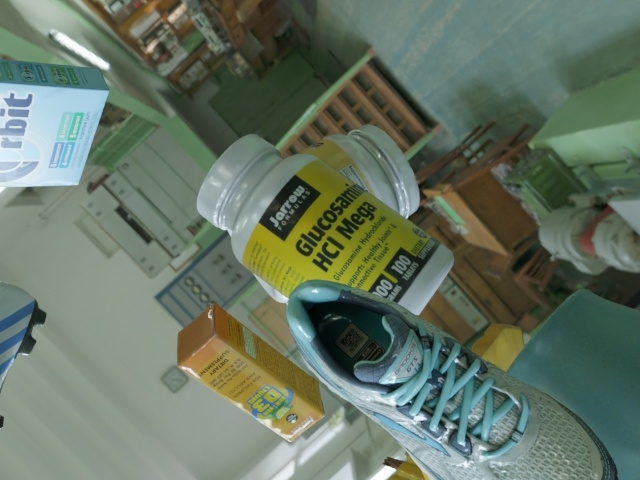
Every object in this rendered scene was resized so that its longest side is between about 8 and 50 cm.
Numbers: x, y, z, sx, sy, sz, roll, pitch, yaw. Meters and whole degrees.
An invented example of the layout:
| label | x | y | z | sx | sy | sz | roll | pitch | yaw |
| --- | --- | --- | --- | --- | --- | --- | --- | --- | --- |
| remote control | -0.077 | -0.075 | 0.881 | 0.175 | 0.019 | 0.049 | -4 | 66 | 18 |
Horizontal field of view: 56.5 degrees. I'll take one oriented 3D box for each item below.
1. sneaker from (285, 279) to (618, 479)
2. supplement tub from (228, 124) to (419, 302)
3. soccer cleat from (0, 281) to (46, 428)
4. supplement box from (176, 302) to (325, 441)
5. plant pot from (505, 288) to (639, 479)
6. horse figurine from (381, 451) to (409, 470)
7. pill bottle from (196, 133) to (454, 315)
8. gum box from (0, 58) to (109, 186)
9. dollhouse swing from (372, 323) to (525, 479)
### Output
| label | x | y | z | sx | sy | sz | roll | pitch | yaw |
| --- | --- | --- | --- | --- | --- | --- | --- | --- | --- |
| sneaker | 0.080 | 0.118 | 0.459 | 0.283 | 0.110 | 0.122 | 25 | 164 | 30 |
| supplement tub | 0.000 | -0.058 | 1.155 | 0.241 | 0.331 | 0.241 | 53 | 165 | 21 |
| soccer cleat | -0.491 | 0.198 | 0.793 | 0.143 | 0.116 | 0.331 | 35 | -136 | -36 |
| supplement box | -0.096 | 0.194 | 0.861 | 0.233 | 0.078 | 0.080 | 42 | -167 | -30 |
| plant pot | 0.345 | 0.196 | 0.657 | 0.255 | 0.271 | 0.271 | 40 | 178 | 28 |
| horse figurine | 0.267 | 0.480 | 1.462 | 0.066 | 0.263 | 0.174 | 43 | 174 | -2 |
| pill bottle | 0.000 | 0.000 | 0.833 | 0.334 | 0.188 | 0.188 | 35 | 180 | 9 |
| gum box | -0.343 | -0.122 | 0.644 | 0.184 | 0.157 | 0.041 | -8 | -122 | -41 |
| dollhouse swing | 0.226 | 0.333 | 1.114 | 0.315 | 0.347 | 0.305 | -6 | 121 | 57 |
